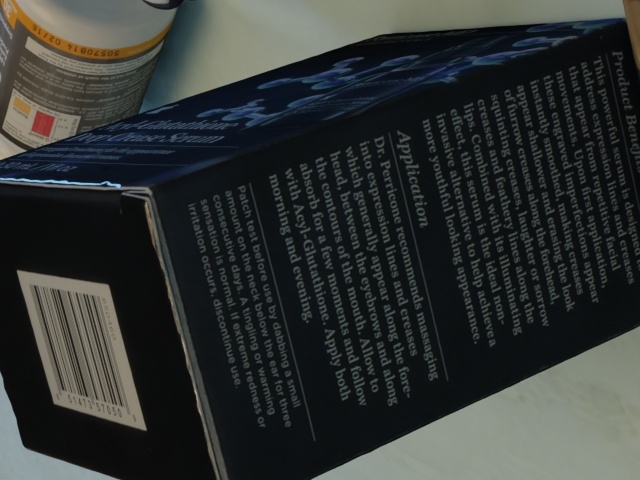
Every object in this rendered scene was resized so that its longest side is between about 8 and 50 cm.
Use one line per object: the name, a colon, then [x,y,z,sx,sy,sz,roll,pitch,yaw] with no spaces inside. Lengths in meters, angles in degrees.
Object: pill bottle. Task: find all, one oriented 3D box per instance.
pill bottle: [-0.238,-0.171,1.794,0.162,0.162,0.278,56,146,20]

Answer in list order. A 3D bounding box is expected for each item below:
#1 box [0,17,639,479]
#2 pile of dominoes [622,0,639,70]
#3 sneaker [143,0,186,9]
box: [0.000,0.000,1.306,0.293,0.395,0.212,4,111,56]
pile of dominoes: [0.288,-0.082,1.171,0.251,0.040,0.196,27,138,58]
sneaker: [-0.068,-0.283,1.473,0.099,0.153,0.282,56,146,19]
